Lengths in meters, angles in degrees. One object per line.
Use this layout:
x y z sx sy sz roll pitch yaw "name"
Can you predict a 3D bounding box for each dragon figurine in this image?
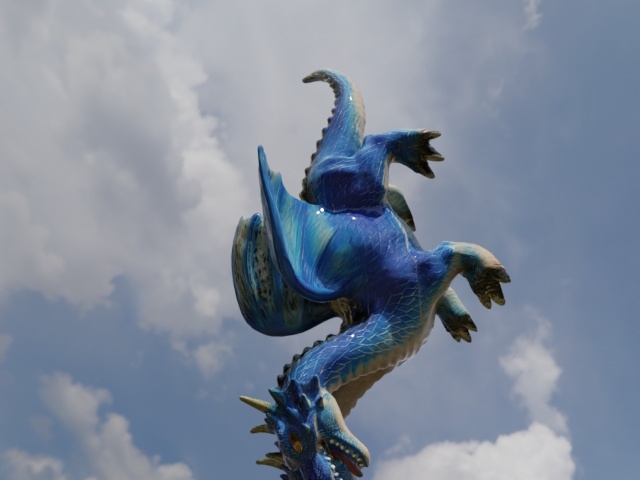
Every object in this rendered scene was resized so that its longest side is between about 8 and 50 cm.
0.000 0.000 0.404 0.085 0.144 0.289 115 -40 -57 "dragon figurine"
